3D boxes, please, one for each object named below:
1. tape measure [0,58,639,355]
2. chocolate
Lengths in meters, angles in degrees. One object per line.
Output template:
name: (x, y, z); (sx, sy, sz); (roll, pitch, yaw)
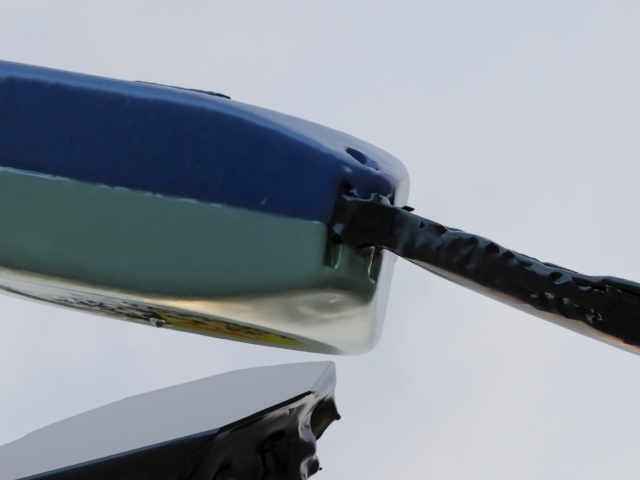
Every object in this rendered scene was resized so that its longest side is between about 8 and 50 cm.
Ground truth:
tape measure: (0.000, 0.000, 0.777); (0.215, 0.351, 0.097); (55, -133, -81)
chocolate: (-0.082, 0.182, 1.050); (0.224, 0.206, 0.177); (-14, -86, 9)
